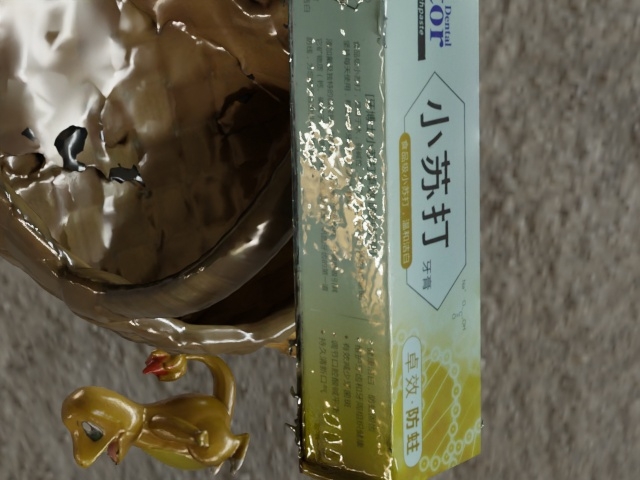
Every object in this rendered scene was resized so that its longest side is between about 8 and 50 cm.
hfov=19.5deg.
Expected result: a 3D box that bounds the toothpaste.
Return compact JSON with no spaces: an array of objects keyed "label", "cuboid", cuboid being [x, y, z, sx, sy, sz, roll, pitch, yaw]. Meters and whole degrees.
[{"label":"toothpaste","cuboid":[0.033,-0.031,0.957,0.071,0.313,0.089,10,17,40]}]

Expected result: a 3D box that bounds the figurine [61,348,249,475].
[{"label":"figurine","cuboid":[-0.155,0.156,1.739,0.176,0.121,0.122,7,83,-21]}]

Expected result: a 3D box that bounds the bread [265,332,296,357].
[{"label":"bread","cuboid":[0.036,0.057,1.837,0.244,0.244,0.134,8,80,6]}]

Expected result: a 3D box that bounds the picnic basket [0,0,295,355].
[{"label":"picnic basket","cuboid":[-0.065,-0.079,1.145,0.337,0.337,0.293,23,74,14]}]
